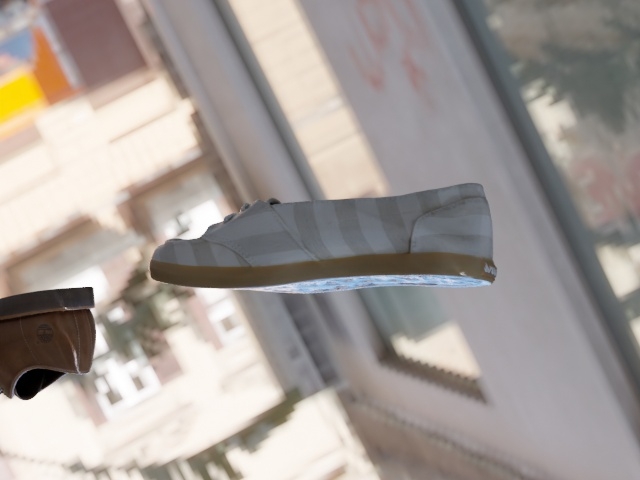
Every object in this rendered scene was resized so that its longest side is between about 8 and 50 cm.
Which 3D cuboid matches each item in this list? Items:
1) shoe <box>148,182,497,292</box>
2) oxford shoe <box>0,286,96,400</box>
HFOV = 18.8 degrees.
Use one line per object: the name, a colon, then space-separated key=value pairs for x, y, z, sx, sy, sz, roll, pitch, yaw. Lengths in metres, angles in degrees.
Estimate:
shoe: x=0.000 y=0.000 z=1.147 sx=0.219 sy=0.058 sz=0.076 roll=-2 pitch=175 yaw=22
oxford shoe: x=-0.243 y=0.086 z=1.457 sx=0.076 sy=0.076 sz=0.212 roll=-4 pitch=174 yaw=-41
